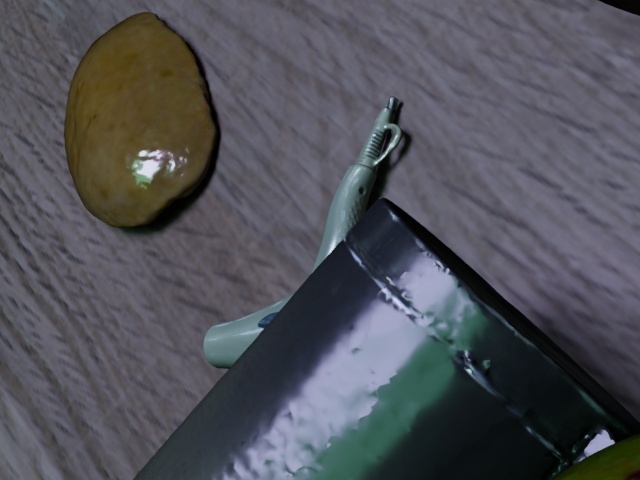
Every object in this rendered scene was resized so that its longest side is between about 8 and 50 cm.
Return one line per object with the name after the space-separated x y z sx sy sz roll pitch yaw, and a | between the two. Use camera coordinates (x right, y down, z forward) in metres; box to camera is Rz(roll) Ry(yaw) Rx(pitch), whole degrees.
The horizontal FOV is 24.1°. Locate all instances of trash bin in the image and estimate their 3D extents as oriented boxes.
0.006 0.155 0.764 0.301 0.203 0.252 -47 43 5 | trash bin

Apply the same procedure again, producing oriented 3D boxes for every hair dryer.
-0.014 0.013 0.995 0.167 0.067 0.199 -24 49 43 | hair dryer

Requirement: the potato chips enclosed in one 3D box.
-0.155 -0.097 1.169 0.150 0.049 0.201 -38 46 22 | potato chips

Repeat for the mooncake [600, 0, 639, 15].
0.216 -0.220 0.669 0.326 0.334 0.174 121 160 -76 | mooncake

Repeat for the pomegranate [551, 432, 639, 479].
0.187 0.197 0.592 0.358 0.310 0.216 110 170 -50 | pomegranate
